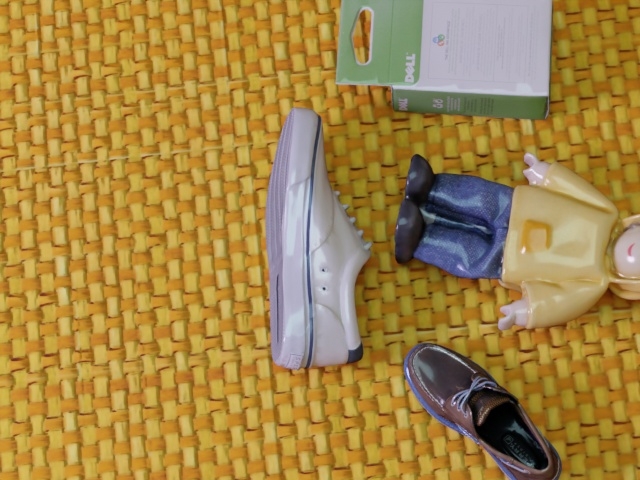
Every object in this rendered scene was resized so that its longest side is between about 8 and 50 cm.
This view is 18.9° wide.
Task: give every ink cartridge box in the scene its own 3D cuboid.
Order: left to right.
[{"bbox_3d":[0.123,-0.184,1.896,0.209,0.062,0.109,3,71,4],"label":"ink cartridge box"}]

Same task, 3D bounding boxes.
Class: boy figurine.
[{"bbox_3d":[0.213,0.007,1.813,0.285,0.092,0.177,14,70,10],"label":"boy figurine"}]

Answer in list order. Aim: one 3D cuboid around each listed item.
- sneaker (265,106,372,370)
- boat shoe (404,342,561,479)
[{"bbox_3d":[0.000,0.000,1.835,0.091,0.094,0.258,4,75,-15],"label":"sneaker"},{"bbox_3d":[0.153,0.155,1.775,0.183,0.066,0.066,40,77,14],"label":"boat shoe"}]
